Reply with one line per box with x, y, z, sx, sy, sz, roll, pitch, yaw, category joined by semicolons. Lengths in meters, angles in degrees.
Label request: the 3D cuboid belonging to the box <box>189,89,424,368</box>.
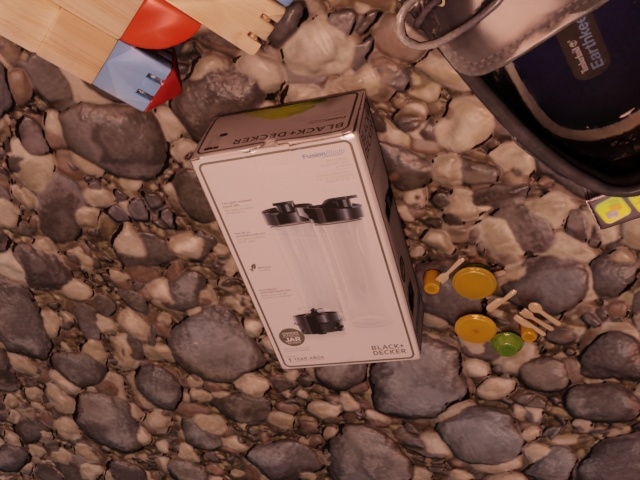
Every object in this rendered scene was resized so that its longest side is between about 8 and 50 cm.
0.000;0.000;0.815;0.169;0.087;0.290;-8;126;18;box

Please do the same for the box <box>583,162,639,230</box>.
0.327;-0.087;0.659;0.207;0.114;0.036;-21;120;25;box

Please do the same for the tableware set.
0.184;0.075;0.878;0.154;0.024;0.104;31;131;-14;tableware set

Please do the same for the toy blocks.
-0.118;-0.256;0.602;0.261;0.190;0.381;28;120;-26;toy blocks

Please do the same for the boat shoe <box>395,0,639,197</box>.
0.130;-0.202;0.512;0.187;0.156;0.500;-27;133;25;boat shoe
